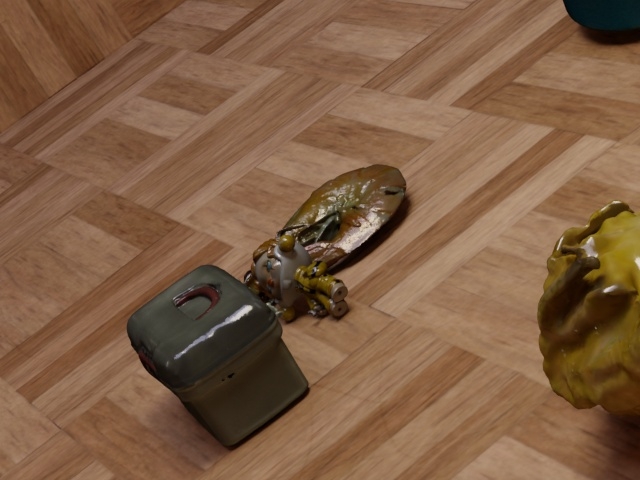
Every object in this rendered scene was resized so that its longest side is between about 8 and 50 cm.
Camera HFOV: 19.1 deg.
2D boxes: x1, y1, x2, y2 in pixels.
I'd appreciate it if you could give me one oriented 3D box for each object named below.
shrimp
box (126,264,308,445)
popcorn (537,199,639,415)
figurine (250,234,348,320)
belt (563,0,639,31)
[{"bbox_3d":[-0.001,0.000,2.289,0.267,0.061,0.145,-37,32,-18],"label":"shrimp"},{"bbox_3d":[-0.113,0.122,2.077,0.148,0.129,0.210,-36,22,-10],"label":"box"},{"bbox_3d":[0.294,0.058,1.608,0.250,0.190,0.250,-33,17,12],"label":"popcorn"},{"bbox_3d":[-0.023,0.040,2.182,0.068,0.101,0.143,-21,9,-35],"label":"figurine"},{"bbox_3d":[0.451,-0.437,2.464,0.300,0.173,0.436,-6,36,32],"label":"belt"}]
